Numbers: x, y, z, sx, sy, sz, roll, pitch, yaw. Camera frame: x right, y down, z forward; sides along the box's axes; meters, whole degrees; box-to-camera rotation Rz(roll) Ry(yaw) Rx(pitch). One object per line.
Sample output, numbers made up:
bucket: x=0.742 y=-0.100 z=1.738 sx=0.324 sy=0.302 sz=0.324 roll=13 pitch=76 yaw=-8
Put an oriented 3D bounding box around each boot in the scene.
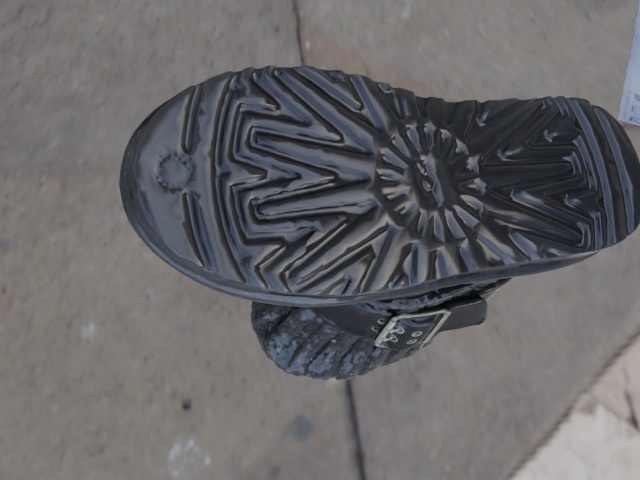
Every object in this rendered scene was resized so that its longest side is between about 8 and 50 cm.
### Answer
boot: x=0.001 y=0.004 z=1.033 sx=0.347 sy=0.260 sz=0.131 roll=3 pitch=73 yaw=-30

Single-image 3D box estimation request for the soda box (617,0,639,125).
soda box: x=0.347 y=-0.190 z=1.558 sx=0.098 sy=0.286 sz=0.091 roll=18 pitch=75 yaw=12
